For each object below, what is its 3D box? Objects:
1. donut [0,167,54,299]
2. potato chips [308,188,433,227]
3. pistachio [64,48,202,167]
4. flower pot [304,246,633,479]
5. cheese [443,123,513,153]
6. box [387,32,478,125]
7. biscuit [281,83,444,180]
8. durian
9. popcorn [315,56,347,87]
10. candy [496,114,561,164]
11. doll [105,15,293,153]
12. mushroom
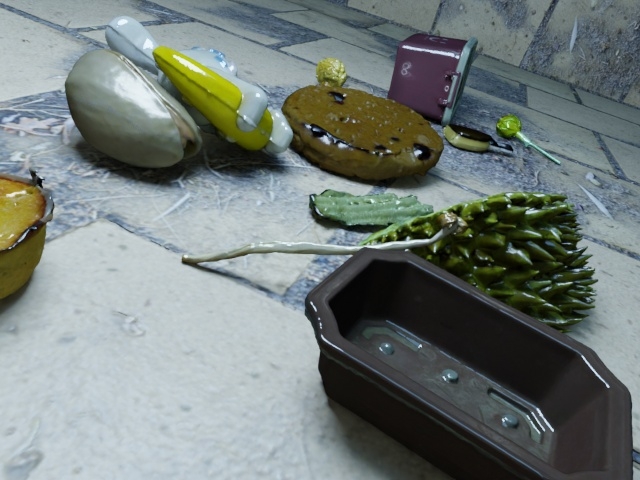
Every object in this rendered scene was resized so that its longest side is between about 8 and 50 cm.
[{"bbox_3d":[-0.310,-0.011,0.411,0.181,0.078,0.146,4,32,-11],"label":"donut"},{"bbox_3d":[0.075,-0.048,0.713,0.208,0.028,0.092,-3,38,-28],"label":"potato chips"},{"bbox_3d":[-0.236,-0.159,0.637,0.185,0.124,0.124,28,31,5],"label":"pistachio"},{"bbox_3d":[0.107,0.113,0.415,0.251,0.084,0.179,30,32,17],"label":"flower pot"},{"bbox_3d":[0.360,-0.223,1.138,0.163,0.036,0.086,9,29,-15],"label":"cheese"},{"bbox_3d":[0.284,-0.420,1.283,0.168,0.193,0.294,16,30,14],"label":"box"},{"bbox_3d":[0.070,-0.189,0.894,0.296,0.075,0.296,13,36,-9],"label":"biscuit"},{"bbox_3d":[0.222,0.029,0.631,0.394,0.163,0.198,-6,-1,-42],"label":"durian"},{"bbox_3d":[0.019,-0.383,1.196,0.084,0.084,0.084,13,31,-8],"label":"popcorn"},{"bbox_3d":[0.517,-0.246,1.258,0.194,0.062,0.058,48,-3,28],"label":"candy"},{"bbox_3d":[-0.158,-0.212,0.724,0.252,0.111,0.237,39,10,36],"label":"doll"},{"bbox_3d":[0.001,0.006,0.501,0.286,0.028,0.026,-9,-8,7],"label":"mushroom"}]
